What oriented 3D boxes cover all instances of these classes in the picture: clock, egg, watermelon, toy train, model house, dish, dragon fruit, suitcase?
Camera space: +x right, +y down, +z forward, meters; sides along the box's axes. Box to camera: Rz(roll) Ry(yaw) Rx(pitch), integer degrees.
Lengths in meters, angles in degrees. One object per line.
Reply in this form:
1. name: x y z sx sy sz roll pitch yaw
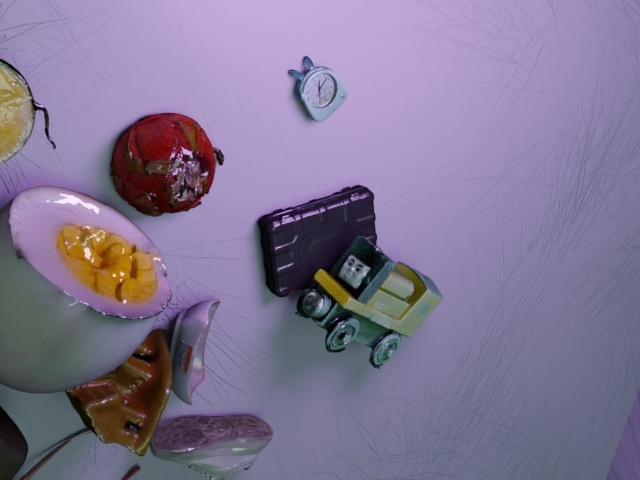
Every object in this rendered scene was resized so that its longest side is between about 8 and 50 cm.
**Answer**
1. clock: -0.008 -0.332 1.953 0.101 0.041 0.135 -43 126 -7
2. egg: -0.504 0.127 1.687 0.354 0.354 0.340 22 119 -37
3. watermelon: -0.607 -0.233 1.571 0.232 0.127 0.204 -20 121 -21
4. toy train: 0.117 0.148 2.134 0.253 0.160 0.397 -50 144 8
5. model house: -0.442 0.288 1.868 0.173 0.268 0.239 -43 129 18
6. dish: -0.290 0.239 1.996 0.077 0.151 0.212 14 107 1
7. dragon fruit: -0.291 -0.136 1.800 0.224 0.148 0.218 38 89 -38
8. suitcase: 0.000 0.000 2.096 0.286 0.066 0.206 -18 120 -24

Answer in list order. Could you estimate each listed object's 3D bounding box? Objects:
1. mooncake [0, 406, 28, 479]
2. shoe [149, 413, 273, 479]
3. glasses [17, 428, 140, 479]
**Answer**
1. mooncake: -0.711 0.344 1.634 0.194 0.356 0.356 -45 128 -12
2. shoe: -0.268 0.509 2.139 0.316 0.124 0.159 1 118 -32
3. glasses: -0.558 0.549 2.027 0.268 0.118 0.234 -47 129 -30
